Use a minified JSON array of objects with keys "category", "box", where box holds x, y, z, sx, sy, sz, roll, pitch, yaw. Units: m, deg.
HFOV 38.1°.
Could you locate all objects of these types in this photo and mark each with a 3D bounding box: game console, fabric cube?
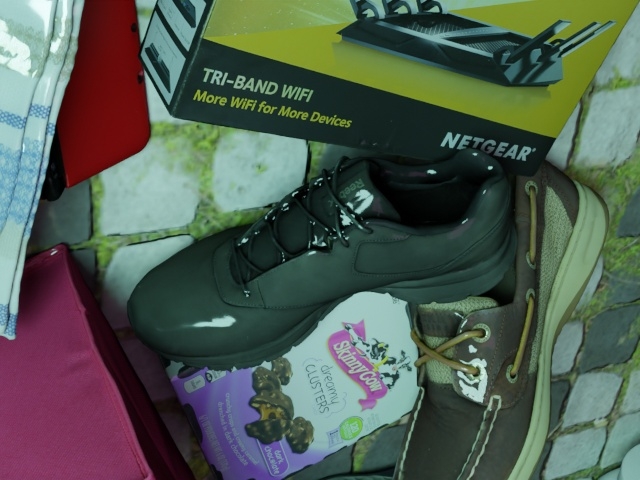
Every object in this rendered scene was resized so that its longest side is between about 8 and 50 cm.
[{"category":"game console","box":[-0.182,-0.106,0.573,0.124,0.085,0.144,3,123,6]},{"category":"fabric cube","box":[-0.209,0.208,0.609,0.254,0.259,0.258,-26,127,-10]}]

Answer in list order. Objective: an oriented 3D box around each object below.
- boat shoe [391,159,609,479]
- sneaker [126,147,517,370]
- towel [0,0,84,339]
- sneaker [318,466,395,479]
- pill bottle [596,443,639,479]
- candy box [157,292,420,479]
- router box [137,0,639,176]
[{"category":"boat shoe","box":[0.118,0.078,0.734,0.123,0.123,0.342,35,73,-29]},{"category":"sneaker","box":[0.000,0.000,0.644,0.286,0.109,0.130,-19,151,-5]},{"category":"towel","box":[-0.242,-0.088,0.501,0.209,0.034,0.285,16,112,-9]},{"category":"sneaker","box":[0.057,0.308,0.926,0.226,0.086,0.163,-8,121,-25]},{"category":"pill bottle","box":[0.385,0.397,1.098,0.181,0.181,0.323,-11,125,-22]},{"category":"candy box","box":[-0.020,0.104,0.760,0.196,0.070,0.165,-25,129,-12]},{"category":"router box","box":[0.070,-0.176,0.592,0.309,0.081,0.243,5,125,-33]}]
